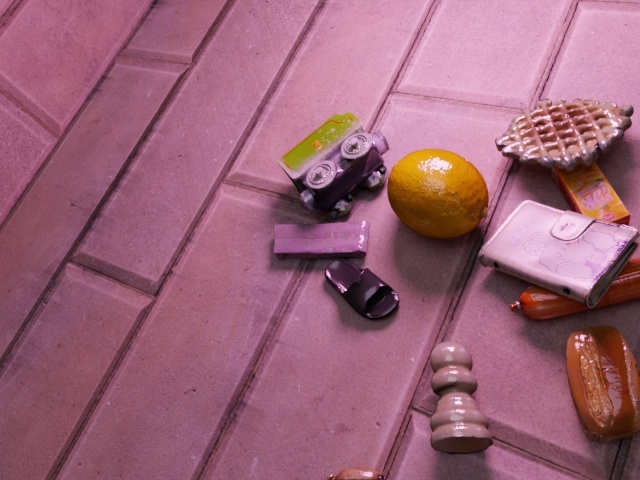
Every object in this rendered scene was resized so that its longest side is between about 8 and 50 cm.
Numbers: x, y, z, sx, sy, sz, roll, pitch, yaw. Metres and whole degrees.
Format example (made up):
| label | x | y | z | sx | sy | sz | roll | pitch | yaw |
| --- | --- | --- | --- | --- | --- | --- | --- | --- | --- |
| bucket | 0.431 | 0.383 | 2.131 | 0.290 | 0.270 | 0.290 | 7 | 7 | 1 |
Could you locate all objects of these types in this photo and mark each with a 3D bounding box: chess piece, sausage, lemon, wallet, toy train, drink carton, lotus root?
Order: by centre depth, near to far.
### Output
| label | x | y | z | sx | sy | sz | roll | pitch | yaw |
| --- | --- | --- | --- | --- | --- | --- | --- | --- | --- |
| chess piece | 0.308 | 0.349 | 1.350 | 0.133 | 0.133 | 0.243 | -12 | 52 | 17 |
| lotus root | 0.081 | 0.559 | 1.357 | 0.151 | 0.063 | 0.072 | -3 | 89 | 15 |
| sausage | 0.595 | 0.120 | 1.361 | 0.312 | 0.093 | 0.093 | -16 | 58 | 16 |
| wallet | 0.549 | 0.022 | 1.377 | 0.223 | 0.077 | 0.309 | -42 | 33 | -15 |
| drink carton | 0.668 | -0.117 | 1.471 | 0.096 | 0.071 | 0.223 | -22 | 57 | 9 |
| lemon | 0.302 | -0.122 | 1.536 | 0.263 | 0.236 | 0.236 | -2 | 62 | 33 |
| toy train | 0.046 | -0.224 | 1.747 | 0.307 | 0.173 | 0.249 | -39 | 46 | 0 |

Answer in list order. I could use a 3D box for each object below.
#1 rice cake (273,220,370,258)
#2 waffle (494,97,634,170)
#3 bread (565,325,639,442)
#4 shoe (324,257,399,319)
| label | x | y | z | sx | sy | sz | roll | pitch | yaw |
| --- | --- | --- | --- | --- | --- | --- | --- | --- | --- |
| rice cake | -0.002 | 0.002 | 1.706 | 0.297 | 0.050 | 0.106 | -2 | 61 | 22 |
| waffle | 0.624 | -0.280 | 1.529 | 0.292 | 0.056 | 0.309 | -42 | 39 | -21 |
| bread | 0.600 | 0.300 | 1.251 | 0.139 | 0.106 | 0.237 | -10 | 60 | 16 |
| shoe | 0.096 | 0.118 | 1.576 | 0.108 | 0.093 | 0.241 | -48 | 54 | -8 |
